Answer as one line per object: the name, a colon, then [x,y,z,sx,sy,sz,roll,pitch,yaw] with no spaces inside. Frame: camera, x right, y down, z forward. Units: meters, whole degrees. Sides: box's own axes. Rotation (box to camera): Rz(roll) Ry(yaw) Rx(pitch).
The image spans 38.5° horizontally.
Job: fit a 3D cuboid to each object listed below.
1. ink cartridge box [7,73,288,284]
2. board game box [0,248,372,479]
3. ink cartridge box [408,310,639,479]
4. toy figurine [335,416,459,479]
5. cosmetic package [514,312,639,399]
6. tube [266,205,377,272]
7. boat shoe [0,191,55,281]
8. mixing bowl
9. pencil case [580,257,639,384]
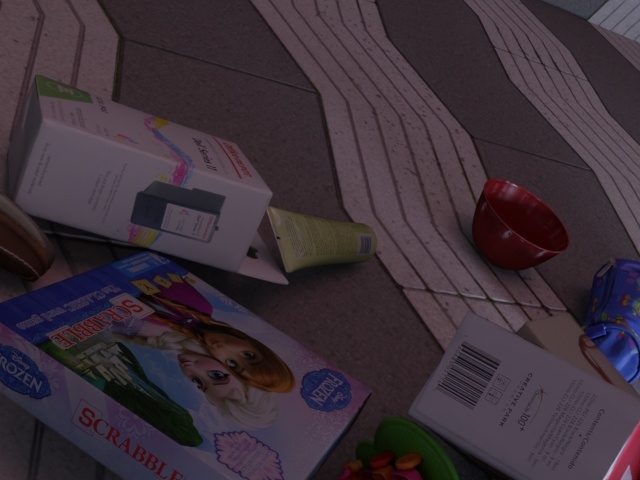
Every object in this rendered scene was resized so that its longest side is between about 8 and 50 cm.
ink cartridge box: [-0.196,-0.074,1.145,0.353,0.119,0.207,17,17,-26]
board game box: [-0.131,0.139,0.925,0.318,0.066,0.319,32,18,9]
ink cartridge box: [0.275,0.234,1.010,0.272,0.130,0.309,28,-10,28]
toy figurine: [0.035,0.279,0.967,0.159,0.173,0.130,-25,96,-33]
cosmetic package: [0.356,0.260,1.242,0.129,0.153,0.296,-5,52,-48]
tube: [0.000,0.000,1.281,0.070,0.062,0.240,30,13,26]
boat shoe: [-0.438,-0.032,0.952,0.324,0.123,0.116,32,65,-21]
mixing bowl: [0.335,-0.013,1.617,0.181,0.098,0.181,24,34,-18]
pencil case: [0.509,0.130,1.569,0.133,0.119,0.306,59,32,-7]
